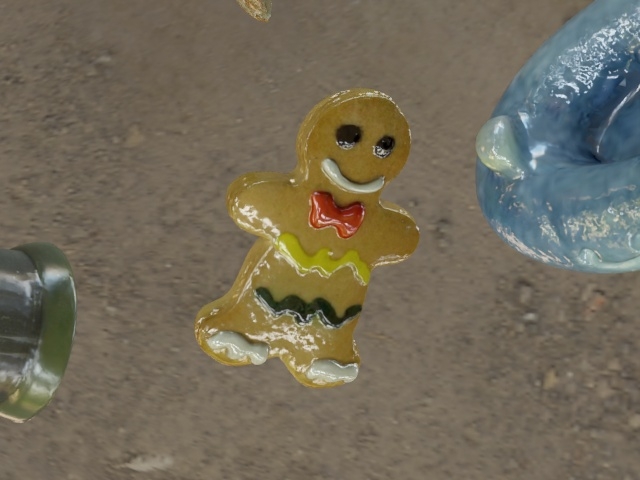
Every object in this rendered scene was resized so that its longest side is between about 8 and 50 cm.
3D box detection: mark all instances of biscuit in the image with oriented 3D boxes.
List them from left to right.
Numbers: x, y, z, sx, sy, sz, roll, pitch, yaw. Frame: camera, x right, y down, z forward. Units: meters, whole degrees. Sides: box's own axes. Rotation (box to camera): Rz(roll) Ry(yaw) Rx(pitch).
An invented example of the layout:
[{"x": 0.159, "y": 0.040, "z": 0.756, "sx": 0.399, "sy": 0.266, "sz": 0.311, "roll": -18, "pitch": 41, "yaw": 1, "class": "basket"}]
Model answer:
[{"x": 0.001, "y": 0.001, "z": 1.037, "sx": 0.158, "sy": 0.035, "sz": 0.240, "roll": 11, "pitch": 110, "yaw": -25, "class": "biscuit"}]

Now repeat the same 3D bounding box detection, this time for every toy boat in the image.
[{"x": 0.228, "y": -0.101, "z": 0.920, "sx": 0.123, "sy": 0.330, "sz": 0.215, "roll": 22, "pitch": 54, "yaw": -37, "class": "toy boat"}]

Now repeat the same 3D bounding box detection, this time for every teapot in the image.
[{"x": -0.462, "y": 0.068, "z": 1.449, "sx": 0.337, "sy": 0.270, "sz": 0.200, "roll": 13, "pitch": 86, "yaw": -38, "class": "teapot"}]

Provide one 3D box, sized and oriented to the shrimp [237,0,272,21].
[{"x": -0.114, "y": -0.334, "z": 1.384, "sx": 0.062, "sy": 0.154, "sz": 0.294, "roll": -33, "pitch": 135, "yaw": 1, "class": "shrimp"}]
